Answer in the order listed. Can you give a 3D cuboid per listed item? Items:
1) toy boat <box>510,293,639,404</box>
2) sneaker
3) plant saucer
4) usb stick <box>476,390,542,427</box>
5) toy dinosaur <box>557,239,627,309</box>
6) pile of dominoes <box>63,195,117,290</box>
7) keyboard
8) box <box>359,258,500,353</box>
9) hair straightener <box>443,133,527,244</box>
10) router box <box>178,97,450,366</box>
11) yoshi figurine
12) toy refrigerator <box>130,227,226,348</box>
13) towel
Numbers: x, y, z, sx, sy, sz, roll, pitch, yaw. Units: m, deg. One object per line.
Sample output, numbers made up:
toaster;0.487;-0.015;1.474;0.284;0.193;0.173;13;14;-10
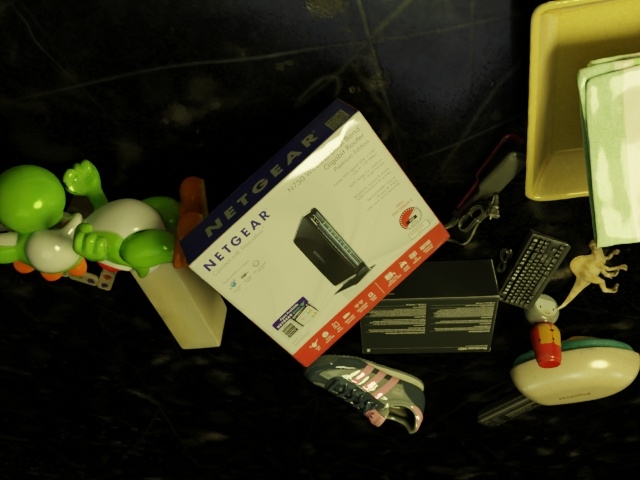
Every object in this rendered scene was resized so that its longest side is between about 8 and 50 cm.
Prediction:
toy boat;0.516;0.236;1.308;0.267;0.148;0.318;-19;141;29
sneaker;0.108;0.364;1.464;0.318;0.131;0.112;16;136;-13
plant saucer;0.450;-0.215;0.851;0.332;0.081;0.333;-7;136;10
usb stick;0.509;0.399;1.539;0.077;0.045;0.278;21;135;-28
toy dinosaur;0.521;0.063;1.182;0.092;0.053;0.183;15;130;9
pile of dominoes;-0.480;0.010;1.189;0.195;0.040;0.251;19;135;-17
keyboard;0.384;0.056;1.171;0.108;0.023;0.180;22;132;8
box;0.208;0.135;1.231;0.261;0.103;0.184;-2;134;5
hair straightener;0.261;-0.066;1.018;0.047;0.089;0.230;19;135;-19
router box;0.000;0.000;0.992;0.335;0.082;0.301;-43;125;1
yoshi figurine;-0.368;-0.043;0.997;0.362;0.203;0.203;-4;172;-5
toy refrigerator;-0.278;0.099;1.225;0.094;0.102;0.270;-6;137;10
towel;0.503;-0.131;0.769;0.324;0.038;0.248;-10;104;15
